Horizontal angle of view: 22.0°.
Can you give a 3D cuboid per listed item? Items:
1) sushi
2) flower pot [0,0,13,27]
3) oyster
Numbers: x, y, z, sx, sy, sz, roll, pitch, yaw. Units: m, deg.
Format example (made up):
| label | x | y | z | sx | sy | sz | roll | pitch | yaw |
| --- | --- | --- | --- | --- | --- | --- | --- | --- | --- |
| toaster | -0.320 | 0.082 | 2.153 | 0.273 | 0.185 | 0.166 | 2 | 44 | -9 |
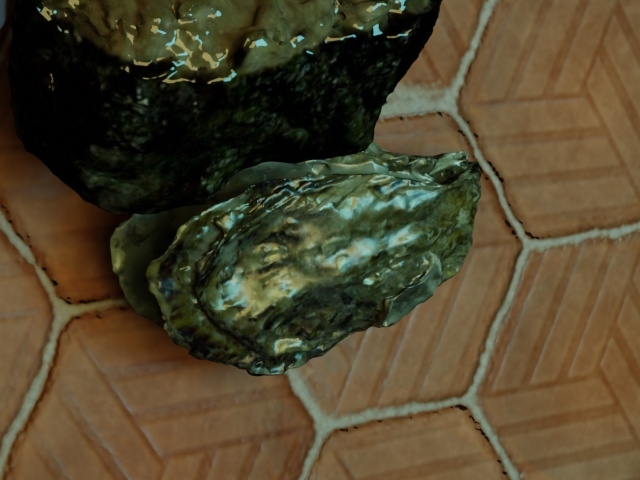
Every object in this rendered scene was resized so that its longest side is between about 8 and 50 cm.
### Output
| label | x | y | z | sx | sy | sz | roll | pitch | yaw |
| --- | --- | --- | --- | --- | --- | --- | --- | --- | --- |
| sushi | -0.058 | -0.157 | 1.169 | 0.350 | 0.171 | 0.211 | -22 | 66 | -36 |
| flower pot | -0.304 | -0.236 | 1.041 | 0.265 | 0.265 | 0.243 | -27 | 116 | -26 |
| oyster | 0.005 | -0.003 | 1.291 | 0.351 | 0.162 | 0.158 | -18 | 58 | -36 |
